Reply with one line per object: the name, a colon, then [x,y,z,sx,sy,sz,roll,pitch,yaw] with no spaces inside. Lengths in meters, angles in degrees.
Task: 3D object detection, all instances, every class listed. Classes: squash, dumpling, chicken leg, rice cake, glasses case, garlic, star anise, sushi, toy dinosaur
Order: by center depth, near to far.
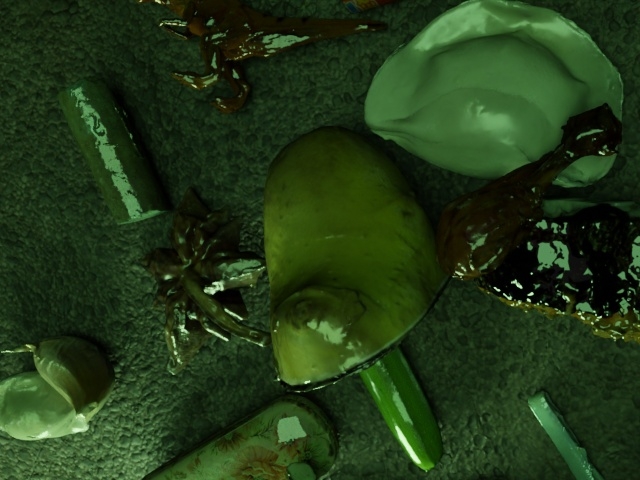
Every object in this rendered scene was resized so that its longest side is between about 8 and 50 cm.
chicken leg: [0.266,-0.070,1.059,0.304,0.093,0.113,-45,46,8]
sushi: [0.391,0.037,1.143,0.348,0.234,0.207,9,102,20]
dumpling: [0.253,-0.218,1.175,0.341,0.181,0.260,16,88,36]
rice cake: [0.396,0.320,1.290,0.042,0.030,0.180,-33,90,32]
toy dinosaur: [-0.129,-0.312,1.305,0.432,0.097,0.208,20,89,5]
squash: [0.121,0.241,1.333,0.082,0.082,0.292,-27,93,19]
star anise: [-0.198,0.063,1.335,0.292,0.109,0.349,-44,55,39]
glasses case: [-0.159,0.417,1.435,0.425,0.098,0.156,-34,96,19]
garlic: [-0.465,0.233,1.479,0.198,0.128,0.090,42,124,3]
dumpling: [-0.530,0.307,1.526,0.199,0.118,0.136,16,97,-15]

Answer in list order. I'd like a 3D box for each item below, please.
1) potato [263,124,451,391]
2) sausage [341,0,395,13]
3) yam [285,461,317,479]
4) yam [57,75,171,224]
potato: [0.000,0.000,1.166,0.290,0.397,0.296,-26,97,38]
sausage: [0.162,-0.413,1.210,0.274,0.074,0.074,-14,96,18]
yam: [-0.029,0.475,1.381,0.061,0.061,0.253,11,128,14]
yam: [-0.357,-0.150,1.394,0.106,0.106,0.259,-24,91,19]
